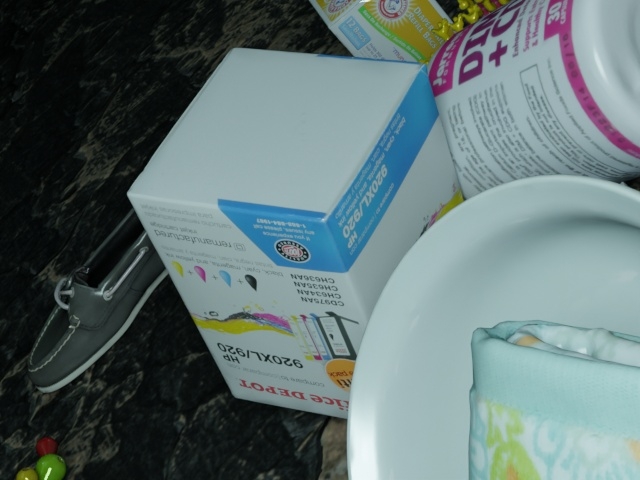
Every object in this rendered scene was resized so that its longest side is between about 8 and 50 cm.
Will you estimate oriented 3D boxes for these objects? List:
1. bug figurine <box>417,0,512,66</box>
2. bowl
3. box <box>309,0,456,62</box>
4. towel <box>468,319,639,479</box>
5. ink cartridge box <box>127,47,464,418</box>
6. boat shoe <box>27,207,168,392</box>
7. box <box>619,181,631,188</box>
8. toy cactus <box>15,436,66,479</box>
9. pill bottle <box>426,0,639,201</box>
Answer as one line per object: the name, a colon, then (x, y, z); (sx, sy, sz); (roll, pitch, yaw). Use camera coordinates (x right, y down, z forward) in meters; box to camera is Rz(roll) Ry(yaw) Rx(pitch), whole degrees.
bug figurine: (0.210, -0.215, 1.274); (0.216, 0.072, 0.279); (-17, 28, 33)
bowl: (0.160, 0.116, 0.770); (0.297, 0.134, 0.298); (-8, 79, 48)
box: (0.059, -0.257, 1.507); (0.103, 0.114, 0.203); (-40, 29, 8)
towel: (0.181, 0.211, 0.528); (0.374, 0.090, 0.321); (11, 101, 58)
ink cartridge box: (0.000, 0.000, 1.048); (0.171, 0.233, 0.168); (8, 50, 30)
boat shoe: (-0.217, 0.017, 1.514); (0.335, 0.095, 0.112); (-45, 27, -3)
box: (0.168, 0.062, 0.965); (0.186, 0.038, 0.145); (-45, 24, 20)
toy cactus: (-0.303, 0.289, 1.267); (0.219, 0.112, 0.180); (-40, 36, -11)
pill bottle: (0.175, -0.108, 1.059); (0.283, 0.160, 0.160); (-23, 32, 58)
